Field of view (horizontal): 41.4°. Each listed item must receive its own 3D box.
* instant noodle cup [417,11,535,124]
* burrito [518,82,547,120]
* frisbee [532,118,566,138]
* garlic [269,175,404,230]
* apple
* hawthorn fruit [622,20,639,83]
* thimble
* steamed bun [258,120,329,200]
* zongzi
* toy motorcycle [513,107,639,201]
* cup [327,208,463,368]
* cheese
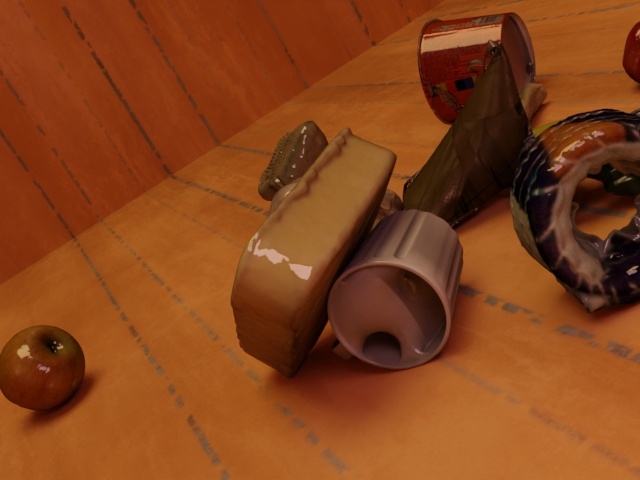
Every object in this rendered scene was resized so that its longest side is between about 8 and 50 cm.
[{"bbox_3d":[0.361,-0.400,1.922,0.192,0.250,0.250,-6,29,36],"label":"instant noodle cup"},{"bbox_3d":[0.408,-0.268,1.742,0.087,0.060,0.226,-28,11,41],"label":"burrito"},{"bbox_3d":[0.406,-0.167,1.577,0.236,0.017,0.236,-27,19,10],"label":"frisbee"},{"bbox_3d":[0.016,-0.001,1.531,0.245,0.245,0.253,-47,-12,-40],"label":"garlic"},{"bbox_3d":[-0.566,0.261,1.713,0.155,0.183,0.182,-55,8,24],"label":"apple"},{"bbox_3d":[0.624,-0.355,1.581,0.128,0.128,0.128,-27,19,10],"label":"hawthorn fruit"},{"bbox_3d":[0.349,-0.038,1.035,0.237,0.237,0.150,-28,14,6],"label":"thimble"},{"bbox_3d":[-0.046,-0.181,2.110,0.217,0.144,0.211,-66,18,-9],"label":"steamed bun"},{"bbox_3d":[0.227,-0.159,1.406,0.260,0.289,0.123,-34,50,4],"label":"zongzi"},{"bbox_3d":[0.407,-0.113,1.291,0.275,0.127,0.205,-29,16,26],"label":"toy motorcycle"},{"bbox_3d":[0.094,0.067,1.216,0.221,0.166,0.202,-17,19,26],"label":"cup"},{"bbox_3d":[0.000,0.001,1.220,0.383,0.104,0.384,-62,-8,-15],"label":"cheese"}]
